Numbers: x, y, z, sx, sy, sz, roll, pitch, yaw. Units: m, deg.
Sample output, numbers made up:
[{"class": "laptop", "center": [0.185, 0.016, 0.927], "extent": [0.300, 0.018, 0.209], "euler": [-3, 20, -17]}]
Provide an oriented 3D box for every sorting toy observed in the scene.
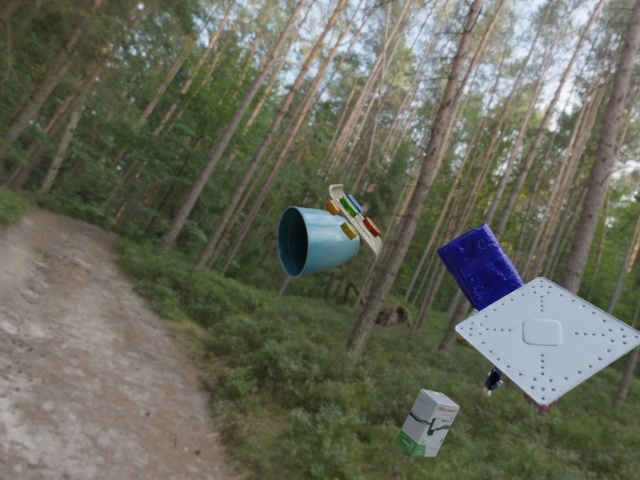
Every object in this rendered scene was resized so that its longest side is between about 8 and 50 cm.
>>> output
[{"class": "sorting toy", "center": [0.097, -0.053, 1.193], "extent": [0.229, 0.041, 0.307], "euler": [56, 14, 0]}]

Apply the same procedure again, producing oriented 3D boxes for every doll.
[{"class": "doll", "center": [0.719, 0.559, 1.855], "extent": [0.046, 0.189, 0.129], "euler": [28, -7, 0]}]

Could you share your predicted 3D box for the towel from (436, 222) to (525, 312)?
[{"class": "towel", "center": [0.639, 0.113, 1.794], "extent": [0.308, 0.228, 0.076], "euler": [59, 15, 5]}]

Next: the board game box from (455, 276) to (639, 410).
[{"class": "board game box", "center": [0.706, 0.307, 1.433], "extent": [0.390, 0.390, 0.050], "euler": [46, -21, 57]}]

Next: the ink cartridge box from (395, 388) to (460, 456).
[{"class": "ink cartridge box", "center": [0.380, 0.645, 1.587], "extent": [0.153, 0.208, 0.087], "euler": [23, 3, -39]}]

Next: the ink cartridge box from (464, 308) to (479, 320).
[{"class": "ink cartridge box", "center": [0.648, 0.353, 1.686], "extent": [0.209, 0.062, 0.109], "euler": [41, 0, 34]}]

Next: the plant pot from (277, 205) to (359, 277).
[{"class": "plant pot", "center": [0.000, 0.000, 1.761], "extent": [0.255, 0.271, 0.272], "euler": [-3, 4, -30]}]
